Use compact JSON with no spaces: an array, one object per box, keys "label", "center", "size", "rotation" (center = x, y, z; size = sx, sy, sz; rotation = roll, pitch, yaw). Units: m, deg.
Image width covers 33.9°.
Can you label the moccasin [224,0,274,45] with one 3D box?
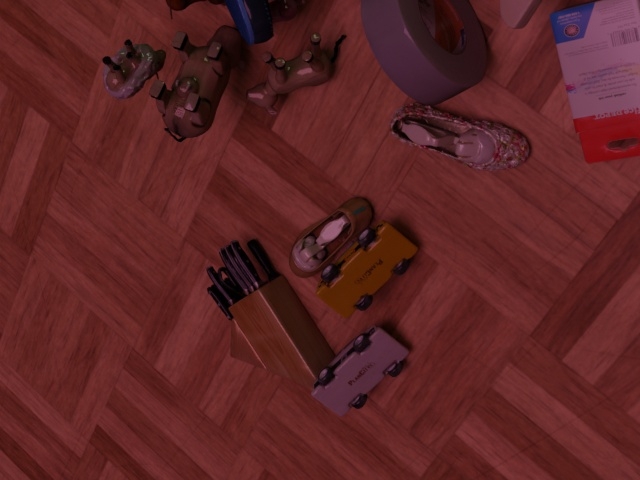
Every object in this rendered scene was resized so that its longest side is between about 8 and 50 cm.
[{"label":"moccasin","center":[-0.120,-0.488,1.724],"size":[0.137,0.117,0.341],"rotation":[117,137,-74]}]

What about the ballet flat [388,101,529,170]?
[{"label":"ballet flat","center":[0.217,-0.161,1.711],"size":[0.241,0.077,0.091],"rotation":[17,116,27]}]

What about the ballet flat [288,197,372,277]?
[{"label":"ballet flat","center":[0.000,0.000,1.917],"size":[0.080,0.073,0.232],"rotation":[51,127,7]}]

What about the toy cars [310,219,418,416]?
[{"label":"toy cars","center":[0.074,0.135,1.909],"size":[0.177,0.087,0.393],"rotation":[0,115,-5]}]

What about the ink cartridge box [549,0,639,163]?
[{"label":"ink cartridge box","center":[0.434,-0.239,1.537],"size":[0.134,0.078,0.231],"rotation":[-7,104,36]}]

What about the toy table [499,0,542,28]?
[{"label":"toy table","center":[0.292,-0.441,1.472],"size":[0.161,0.252,0.274],"rotation":[54,145,25]}]

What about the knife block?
[{"label":"knife block","center":[-0.091,0.126,2.015],"size":[0.276,0.088,0.242],"rotation":[18,118,27]}]

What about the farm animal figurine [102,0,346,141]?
[{"label":"farm animal figurine","center":[-0.169,-0.305,1.843],"size":[0.330,0.172,0.326],"rotation":[37,83,16]}]

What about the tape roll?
[{"label":"tape roll","center":[0.160,-0.319,1.599],"size":[0.072,0.219,0.219],"rotation":[-24,94,39]}]
